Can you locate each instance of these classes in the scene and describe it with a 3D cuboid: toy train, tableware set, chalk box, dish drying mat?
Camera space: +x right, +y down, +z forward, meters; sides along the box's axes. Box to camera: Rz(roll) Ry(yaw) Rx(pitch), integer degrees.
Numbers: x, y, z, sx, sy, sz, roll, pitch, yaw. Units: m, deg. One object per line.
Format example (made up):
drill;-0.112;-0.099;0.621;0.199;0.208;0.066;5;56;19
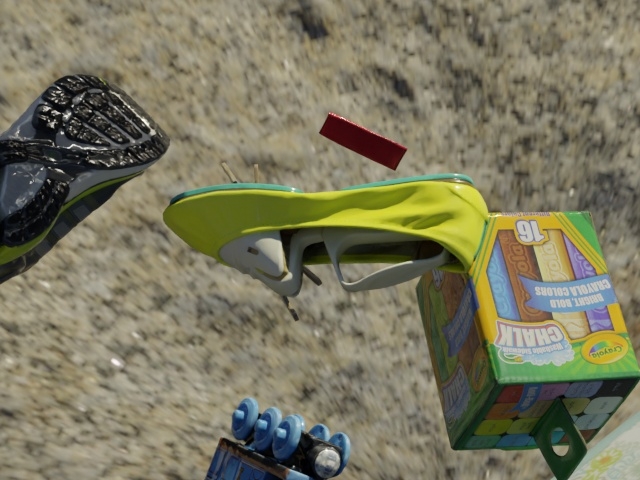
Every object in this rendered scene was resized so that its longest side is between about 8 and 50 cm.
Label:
toy train;-0.038;0.210;1.493;0.080;0.184;0.105;22;85;-25
tableware set;-0.049;-0.010;1.660;0.039;0.194;0.128;-22;111;-6
chalk box;0.237;0.132;1.861;0.179;0.180;0.289;0;56;-16
dish drying mat;0.041;-0.096;1.566;0.083;0.032;0.008;25;42;-4

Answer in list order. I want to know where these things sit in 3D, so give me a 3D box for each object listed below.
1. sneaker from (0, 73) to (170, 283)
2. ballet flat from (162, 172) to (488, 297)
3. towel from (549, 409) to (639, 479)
sneaker;-0.238;-0.044;1.358;0.111;0.300;0.121;46;128;5
ballet flat;0.000;0.000;1.119;0.231;0.077;0.077;-3;65;10
towel;0.430;0.297;1.915;0.374;0.320;0.090;-33;107;-23
